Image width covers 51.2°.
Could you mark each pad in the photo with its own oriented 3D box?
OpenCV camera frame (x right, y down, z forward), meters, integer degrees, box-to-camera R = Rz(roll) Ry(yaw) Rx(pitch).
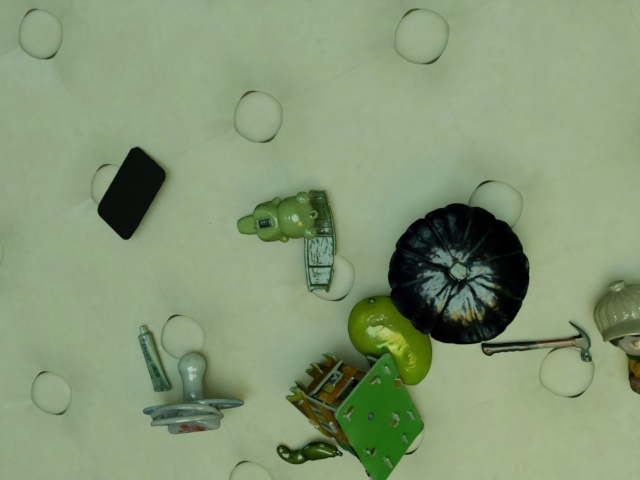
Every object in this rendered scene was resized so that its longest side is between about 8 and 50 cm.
[{"bbox_3d":[-0.493,-0.092,1.967,0.323,0.055,0.250,36,103,4],"label":"pad"}]

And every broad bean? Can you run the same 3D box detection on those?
[{"bbox_3d":[-0.031,0.628,1.982,0.214,0.048,0.070,-10,115,22],"label":"broad bean"}]

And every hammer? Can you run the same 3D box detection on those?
[{"bbox_3d":[0.590,0.289,1.835,0.288,0.033,0.111,-8,98,12],"label":"hammer"}]

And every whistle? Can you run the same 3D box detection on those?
[{"bbox_3d":[-0.120,-0.056,1.863,0.288,0.106,0.131,-8,96,38],"label":"whistle"}]

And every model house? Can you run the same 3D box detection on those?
[{"bbox_3d":[0.080,0.464,1.883,0.242,0.313,0.357,-45,126,-23],"label":"model house"}]

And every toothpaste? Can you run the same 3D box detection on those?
[{"bbox_3d":[-0.516,0.364,2.050,0.064,0.041,0.218,-11,99,24],"label":"toothpaste"}]

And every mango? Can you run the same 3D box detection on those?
[{"bbox_3d":[0.201,0.265,1.846,0.273,0.149,0.185,36,94,-2],"label":"mango"}]

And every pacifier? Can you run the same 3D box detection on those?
[{"bbox_3d":[-0.380,0.442,1.964,0.299,0.244,0.233,-10,66,10],"label":"pacifier"}]

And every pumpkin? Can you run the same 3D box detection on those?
[{"bbox_3d":[0.351,0.091,1.721,0.363,0.266,0.363,0,88,9],"label":"pumpkin"}]

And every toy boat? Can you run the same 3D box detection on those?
[{"bbox_3d":[0.000,0.000,1.890,0.093,0.055,0.293,1,99,11],"label":"toy boat"}]

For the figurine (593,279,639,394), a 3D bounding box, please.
[{"bbox_3d":[0.836,0.257,1.738,0.185,0.204,0.332,-29,121,12],"label":"figurine"}]
